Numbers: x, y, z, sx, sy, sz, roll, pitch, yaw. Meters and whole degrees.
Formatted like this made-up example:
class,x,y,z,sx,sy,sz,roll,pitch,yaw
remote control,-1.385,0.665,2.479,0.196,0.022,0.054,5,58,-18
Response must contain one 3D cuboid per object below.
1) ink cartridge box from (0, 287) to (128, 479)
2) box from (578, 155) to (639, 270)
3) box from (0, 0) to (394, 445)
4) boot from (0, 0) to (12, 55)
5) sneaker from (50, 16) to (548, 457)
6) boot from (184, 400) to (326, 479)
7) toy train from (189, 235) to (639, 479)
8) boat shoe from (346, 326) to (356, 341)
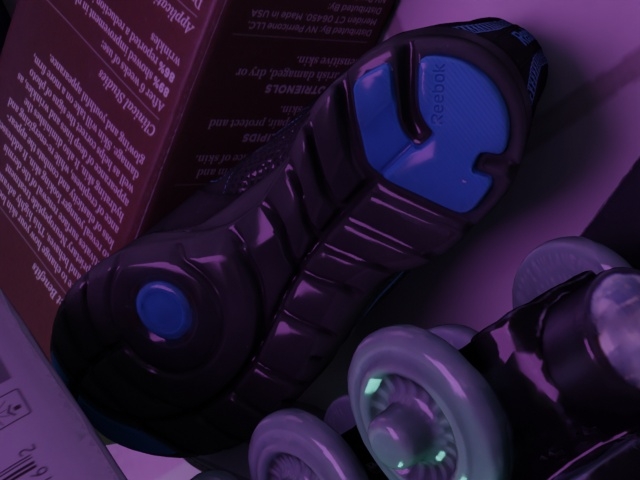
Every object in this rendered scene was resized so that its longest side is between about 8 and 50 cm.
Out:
class,x,y,z,sx,sy,sz,roll,pitch,yaw
ink cartridge box,-0.083,0.238,0.739,0.308,0.091,0.385,38,155,55
box,0.234,0.048,0.559,0.261,0.103,0.184,54,127,30
box,-0.105,-0.073,0.902,0.191,0.143,0.381,46,123,35
boot,-0.282,-0.227,1.118,0.246,0.094,0.207,37,122,47
sneaker,-0.009,0.004,0.773,0.341,0.139,0.125,-35,94,30
boot,-0.001,0.175,0.825,0.258,0.095,0.123,18,107,39
toy train,0.063,0.136,0.610,0.190,0.142,0.334,59,142,10
boat shoe,0.000,0.000,0.860,0.038,0.046,0.125,11,109,42
